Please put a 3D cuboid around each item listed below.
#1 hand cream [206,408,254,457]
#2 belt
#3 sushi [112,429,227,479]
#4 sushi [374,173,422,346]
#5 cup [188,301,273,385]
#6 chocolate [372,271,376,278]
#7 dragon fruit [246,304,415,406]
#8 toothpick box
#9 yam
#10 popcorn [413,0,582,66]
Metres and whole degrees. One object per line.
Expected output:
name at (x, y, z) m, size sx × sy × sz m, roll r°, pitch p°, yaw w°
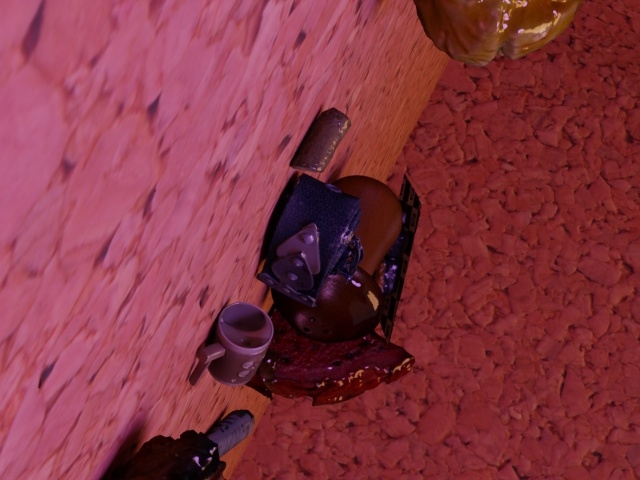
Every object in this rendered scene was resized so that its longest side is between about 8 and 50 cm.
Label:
hand cream at (-0.189, 0.375, 2.030) m, size 0.091 × 0.058 × 0.271 m, roll -61°, pitch 170°, yaw 17°
belt at (-0.001, 0.000, 1.485) m, size 0.122 × 0.128 × 0.218 m, roll -62°, pitch 177°, yaw -25°
sushi at (-0.167, 0.324, 1.178) m, size 0.225 × 0.219 × 0.238 m, roll -20°, pitch -178°, yaw -31°
sushi at (0.121, 0.028, 2.001) m, size 0.192 × 0.043 × 0.279 m, roll -105°, pitch -154°, yaw -66°
cup at (-0.113, 0.147, 1.402) m, size 0.102 × 0.074 × 0.099 m, roll -59°, pitch 174°, yaw -42°
chocolate at (0.040, 0.067, 2.136) m, size 0.177 × 0.177 × 0.177 m, roll -63°, pitch 176°, yaw -8°
dragon fruit at (0.012, 0.203, 2.045) m, size 0.302 × 0.330 × 0.240 m, roll -51°, pitch 145°, yaw -62°
toothpick box at (0.036, 0.035, 1.829) m, size 0.192 × 0.192 × 0.294 m, roll 112°, pitch 1°, yaw -49°
yam at (0.001, -0.121, 1.356) m, size 0.094 × 0.043 × 0.043 m, roll -62°, pitch 176°, yaw -15°
popcorn at (0.206, -0.358, 1.319) m, size 0.225 × 0.276 × 0.276 m, roll -27°, pitch 177°, yaw 3°
